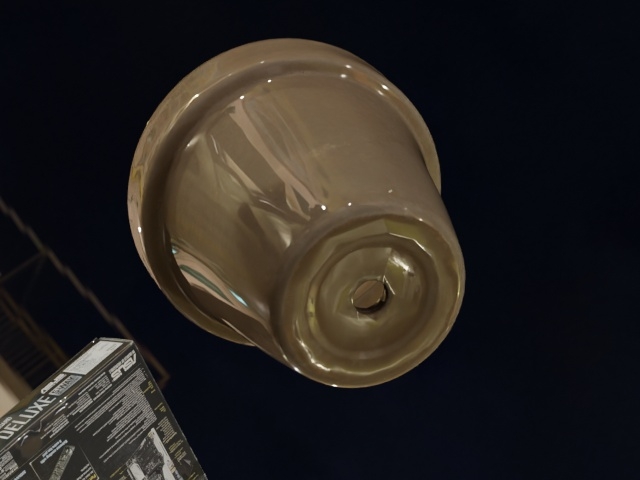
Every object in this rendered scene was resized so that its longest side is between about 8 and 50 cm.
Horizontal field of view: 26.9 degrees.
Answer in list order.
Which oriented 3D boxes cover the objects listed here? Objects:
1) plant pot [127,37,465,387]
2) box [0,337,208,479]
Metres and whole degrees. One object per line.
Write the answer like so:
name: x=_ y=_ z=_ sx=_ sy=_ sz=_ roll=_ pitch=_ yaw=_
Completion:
plant pot: x=0.000 y=0.000 z=1.038 sx=0.229 sy=0.263 sz=0.263 roll=-129 pitch=-153 yaw=-58
box: x=-0.274 y=0.291 z=1.460 sx=0.076 sy=0.307 sz=0.242 roll=-1 pitch=-58 yaw=45
